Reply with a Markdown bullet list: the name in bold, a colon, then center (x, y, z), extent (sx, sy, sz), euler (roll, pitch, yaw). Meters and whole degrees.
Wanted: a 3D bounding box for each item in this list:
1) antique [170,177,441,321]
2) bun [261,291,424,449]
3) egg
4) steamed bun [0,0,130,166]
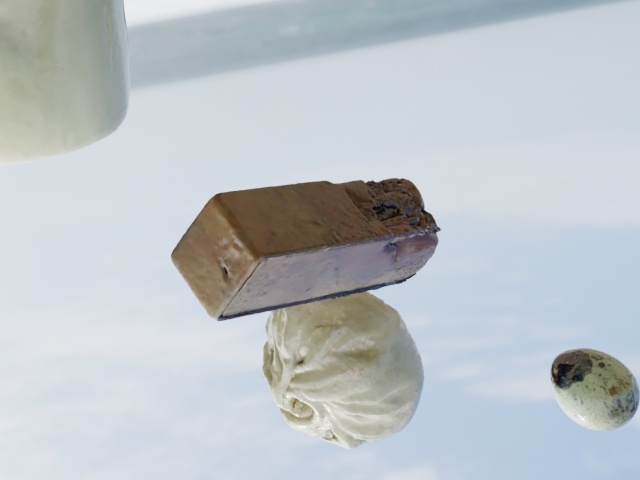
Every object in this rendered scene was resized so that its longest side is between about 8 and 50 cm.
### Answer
- **antique**: center (0.000, 0.000, 1.559), extent (0.310, 0.087, 0.093), euler (-9, 145, -49)
- **bun**: center (0.012, 0.157, 1.881), extent (0.231, 0.231, 0.133), euler (-4, -148, 46)
- **egg**: center (0.301, 0.162, 1.740), extent (0.085, 0.085, 0.110), euler (-16, -131, -42)
- **steamed bun**: center (-0.490, -0.279, 2.082), extent (0.456, 0.371, 0.290), euler (5, -145, 3)
